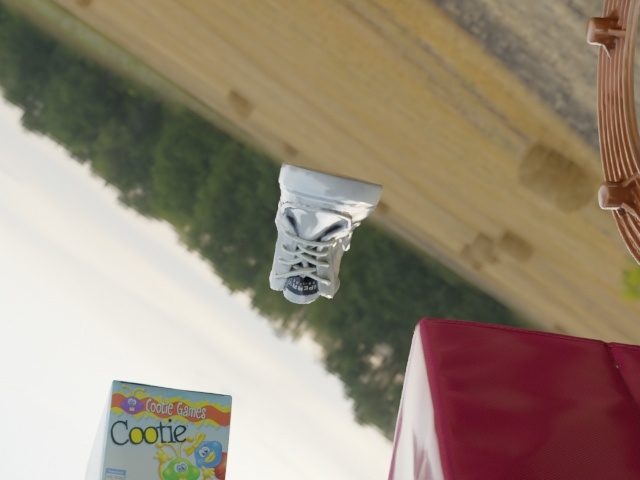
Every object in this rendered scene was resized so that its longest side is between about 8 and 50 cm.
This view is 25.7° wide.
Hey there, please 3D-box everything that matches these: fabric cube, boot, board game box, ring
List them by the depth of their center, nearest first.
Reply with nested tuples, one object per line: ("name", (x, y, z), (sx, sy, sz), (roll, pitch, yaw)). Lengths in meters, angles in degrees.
("fabric cube", (0.169, 0.220, 0.820), (0.259, 0.254, 0.258), (8, -163, -3))
("ring", (0.248, -0.138, 0.971), (0.032, 0.336, 0.336), (2, -173, -10))
("boot", (0.000, 0.000, 1.295), (0.095, 0.123, 0.258), (14, 179, 6))
("board game box", (-0.203, 0.292, 1.675), (0.144, 0.142, 0.275), (9, 149, -11))
